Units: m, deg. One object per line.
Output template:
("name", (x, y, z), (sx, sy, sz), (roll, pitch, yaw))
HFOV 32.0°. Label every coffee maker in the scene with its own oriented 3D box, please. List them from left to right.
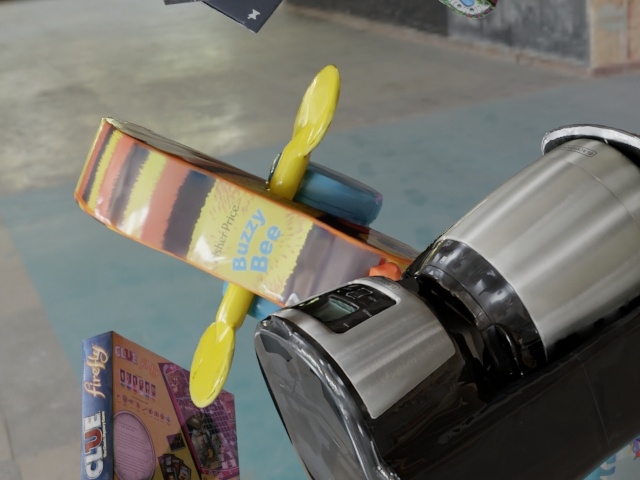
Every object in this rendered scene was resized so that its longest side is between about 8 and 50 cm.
("coffee maker", (0.084, 0.063, 0.465), (0.178, 0.171, 0.120), (-32, -1, -18))

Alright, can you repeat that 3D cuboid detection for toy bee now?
("toy bee", (0.000, 0.000, 0.624), (0.298, 0.195, 0.162), (1, 7, 1))

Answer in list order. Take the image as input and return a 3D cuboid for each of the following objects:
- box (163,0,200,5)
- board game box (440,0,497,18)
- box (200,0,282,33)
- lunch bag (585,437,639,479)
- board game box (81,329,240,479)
("box", (-0.056, -0.282, 0.905), (0.233, 0.159, 0.044), (3, 30, 37))
("board game box", (0.146, -0.369, 1.459), (0.060, 0.194, 0.194), (-44, 15, 45))
("box", (-0.102, -0.334, 1.147), (0.153, 0.108, 0.207), (26, 33, -27))
("lunch bag", (0.205, 0.202, 1.058), (0.176, 0.090, 0.219), (23, -11, -38))
("board game box", (-0.169, 0.216, 1.221), (0.042, 0.243, 0.165), (-19, 58, 22))
